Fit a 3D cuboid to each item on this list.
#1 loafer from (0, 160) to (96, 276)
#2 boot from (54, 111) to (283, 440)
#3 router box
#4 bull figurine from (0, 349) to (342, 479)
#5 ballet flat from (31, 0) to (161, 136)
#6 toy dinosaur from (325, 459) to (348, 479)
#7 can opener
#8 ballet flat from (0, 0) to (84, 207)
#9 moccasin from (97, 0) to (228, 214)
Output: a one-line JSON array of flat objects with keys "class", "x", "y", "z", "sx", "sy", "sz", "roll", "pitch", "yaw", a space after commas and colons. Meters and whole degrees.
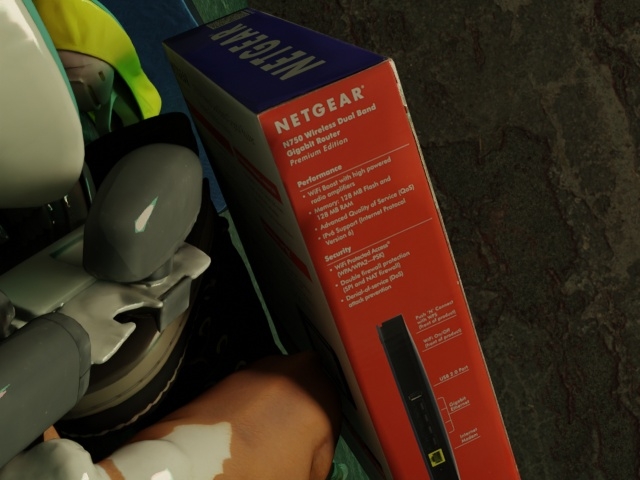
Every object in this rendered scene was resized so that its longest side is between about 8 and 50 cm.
[{"class": "loafer", "x": -0.204, "y": -0.069, "z": 0.528, "sx": 0.084, "sy": 0.096, "sz": 0.268, "roll": -9, "pitch": 75, "yaw": -64}, {"class": "boot", "x": -0.106, "y": 0.088, "z": 0.735, "sx": 0.377, "sy": 0.138, "sz": 0.284, "roll": -107, "pitch": 178, "yaw": -62}, {"class": "router box", "x": 0.000, "y": 0.000, "z": 0.696, "sx": 0.335, "sy": 0.082, "sz": 0.301, "roll": -134, "pitch": -158, "yaw": -64}, {"class": "bull figurine", "x": -0.078, "y": 0.155, "z": 0.508, "sx": 0.310, "sy": 0.101, "sz": 0.188, "roll": -17, "pitch": 133, "yaw": -62}, {"class": "ballet flat", "x": -0.193, "y": -0.137, "z": 0.831, "sx": 0.231, "sy": 0.077, "sz": 0.077, "roll": 62, "pitch": 30, "yaw": -72}, {"class": "toy dinosaur", "x": -0.065, "y": 0.304, "z": 0.683, "sx": 0.160, "sy": 0.121, "sz": 0.314, "roll": 69, "pitch": 33, "yaw": -51}, {"class": "can opener", "x": -0.132, "y": 0.029, "z": 0.391, "sx": 0.283, "sy": 0.076, "sz": 0.095, "roll": -44, "pitch": 149, "yaw": -60}, {"class": "ballet flat", "x": -0.228, "y": -0.138, "z": 0.328, "sx": 0.139, "sy": 0.139, "sz": 0.400, "roll": -98, "pitch": 166, "yaw": -54}, {"class": "moccasin", "x": -0.154, "y": -0.189, "z": 1.006, "sx": 0.117, "sy": 0.137, "sz": 0.342, "roll": -7, "pitch": 81, "yaw": -88}]
